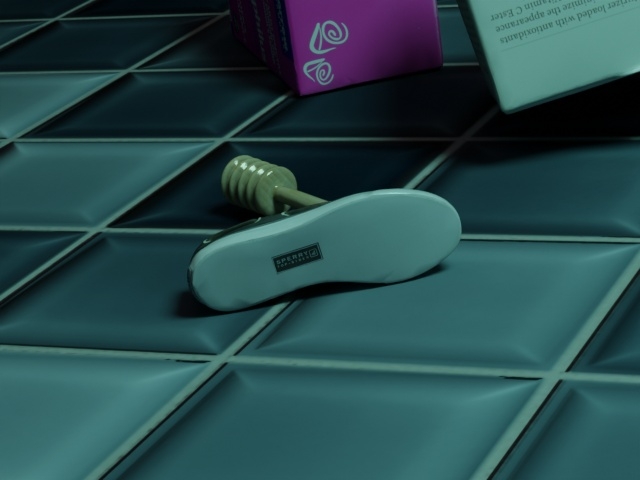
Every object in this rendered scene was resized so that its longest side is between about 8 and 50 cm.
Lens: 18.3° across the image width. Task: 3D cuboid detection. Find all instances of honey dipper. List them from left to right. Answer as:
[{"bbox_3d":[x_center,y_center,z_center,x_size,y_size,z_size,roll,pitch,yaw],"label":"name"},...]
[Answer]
[{"bbox_3d":[0.003,-0.016,1.094,0.030,0.030,0.160,-22,28,-34],"label":"honey dipper"}]

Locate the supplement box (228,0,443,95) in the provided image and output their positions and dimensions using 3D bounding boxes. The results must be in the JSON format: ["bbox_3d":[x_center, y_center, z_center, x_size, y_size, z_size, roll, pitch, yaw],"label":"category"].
[{"bbox_3d":[0.002,-0.191,1.456,0.114,0.111,0.220,-13,20,-13],"label":"supplement box"}]

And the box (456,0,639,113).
[{"bbox_3d":[0.173,-0.164,1.213,0.181,0.119,0.182,-18,7,4],"label":"box"}]

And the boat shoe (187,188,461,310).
[{"bbox_3d":[0.000,0.000,1.016,0.142,0.049,0.040,-12,19,-4],"label":"boat shoe"}]
